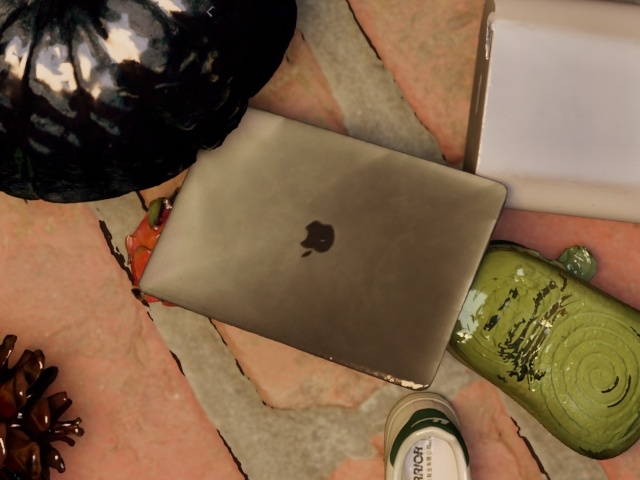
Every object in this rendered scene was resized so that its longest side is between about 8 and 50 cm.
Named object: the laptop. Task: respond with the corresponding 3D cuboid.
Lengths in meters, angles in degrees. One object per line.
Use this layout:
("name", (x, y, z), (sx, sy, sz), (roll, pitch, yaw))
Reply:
("laptop", (0.000, 0.000, 1.374), (0.269, 0.015, 0.188), (18, 74, 18))

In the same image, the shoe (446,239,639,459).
("shoe", (0.199, 0.077, 1.437), (0.262, 0.128, 0.140), (31, 104, -31))

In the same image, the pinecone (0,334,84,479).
("pinecone", (-0.347, 0.167, 1.398), (0.292, 0.246, 0.246), (-2, 94, -16))

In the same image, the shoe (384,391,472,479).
("shoe", (0.096, 0.270, 1.457), (0.095, 0.110, 0.265), (-6, 91, -1))

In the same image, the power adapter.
("power adapter", (0.255, -0.110, 1.425), (0.255, 0.124, 0.187), (6, 96, -2))

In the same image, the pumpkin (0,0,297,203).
("pumpkin", (-0.196, -0.207, 1.339), (0.363, 0.266, 0.363), (0, 87, 0))

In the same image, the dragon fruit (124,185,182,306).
("dragon fruit", (-0.126, 0.003, 1.451), (0.086, 0.081, 0.116), (11, 71, -25))
